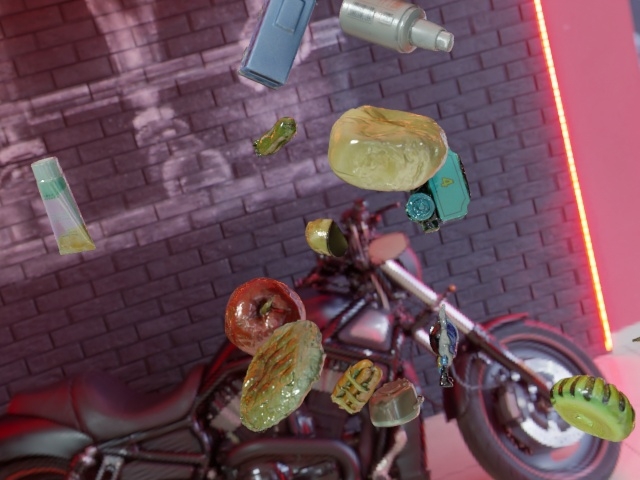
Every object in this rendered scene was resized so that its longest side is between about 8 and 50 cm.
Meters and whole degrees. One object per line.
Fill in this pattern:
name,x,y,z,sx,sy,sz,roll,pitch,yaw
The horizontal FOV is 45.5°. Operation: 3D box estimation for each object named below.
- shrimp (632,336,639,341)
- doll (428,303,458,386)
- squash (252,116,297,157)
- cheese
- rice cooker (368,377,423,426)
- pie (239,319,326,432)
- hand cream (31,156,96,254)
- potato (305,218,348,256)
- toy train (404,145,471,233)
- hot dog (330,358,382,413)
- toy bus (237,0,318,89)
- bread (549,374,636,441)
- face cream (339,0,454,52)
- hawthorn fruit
shrimp,0.738,0.148,1.615,0.048,0.126,0.223,7,-36,-27
doll,0.294,0.248,1.821,0.070,0.195,0.096,-2,0,3
squash,-0.096,-0.219,1.633,0.052,0.052,0.183,-22,-2,-30
cheese,0.128,-0.181,1.451,0.226,0.117,0.214,5,31,4
rice cooker,0.242,0.532,2.484,0.145,0.127,0.206,-11,10,38
pie,-0.096,0.306,1.750,0.306,0.071,0.306,-46,20,22
hand cream,-0.456,-0.059,1.347,0.076,0.174,0.047,-8,19,18
potato,0.000,0.000,1.872,0.103,0.096,0.066,1,41,42
toy train,0.255,-0.122,1.722,0.155,0.197,0.107,-15,-4,5
hot dog,0.107,0.442,2.310,0.072,0.109,0.269,-49,-10,-41
toy bus,-0.100,-0.489,1.813,0.116,0.233,0.133,20,-1,-16
bread,0.461,0.278,1.289,0.071,0.130,0.139,-52,20,-26
face cream,0.164,-0.438,1.563,0.252,0.101,0.101,28,35,29
hawthorn fruit,-0.172,0.232,2.290,0.258,0.258,0.262,-13,6,13
